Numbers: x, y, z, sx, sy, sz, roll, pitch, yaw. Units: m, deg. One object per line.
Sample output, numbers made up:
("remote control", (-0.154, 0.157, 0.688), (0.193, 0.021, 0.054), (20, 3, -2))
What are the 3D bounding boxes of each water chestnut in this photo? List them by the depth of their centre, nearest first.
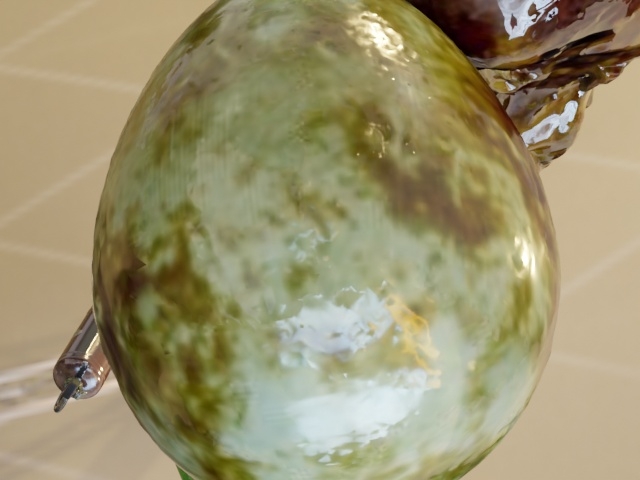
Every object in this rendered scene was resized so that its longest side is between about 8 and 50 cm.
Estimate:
("water chestnut", (0.096, -0.173, 1.092), (0.335, 0.335, 0.346), (-71, 156, -76))

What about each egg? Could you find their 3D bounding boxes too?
("egg", (0.000, 0.000, 0.906), (0.238, 0.238, 0.289), (61, 20, -67))

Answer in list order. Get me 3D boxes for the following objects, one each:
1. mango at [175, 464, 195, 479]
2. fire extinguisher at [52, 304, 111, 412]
("mango", (-0.081, 0.159, 1.858), (0.225, 0.201, 0.381), (48, 33, -54))
("fire extinguisher", (-0.195, 0.098, 1.498), (0.078, 0.045, 0.157), (-56, -173, 33))
